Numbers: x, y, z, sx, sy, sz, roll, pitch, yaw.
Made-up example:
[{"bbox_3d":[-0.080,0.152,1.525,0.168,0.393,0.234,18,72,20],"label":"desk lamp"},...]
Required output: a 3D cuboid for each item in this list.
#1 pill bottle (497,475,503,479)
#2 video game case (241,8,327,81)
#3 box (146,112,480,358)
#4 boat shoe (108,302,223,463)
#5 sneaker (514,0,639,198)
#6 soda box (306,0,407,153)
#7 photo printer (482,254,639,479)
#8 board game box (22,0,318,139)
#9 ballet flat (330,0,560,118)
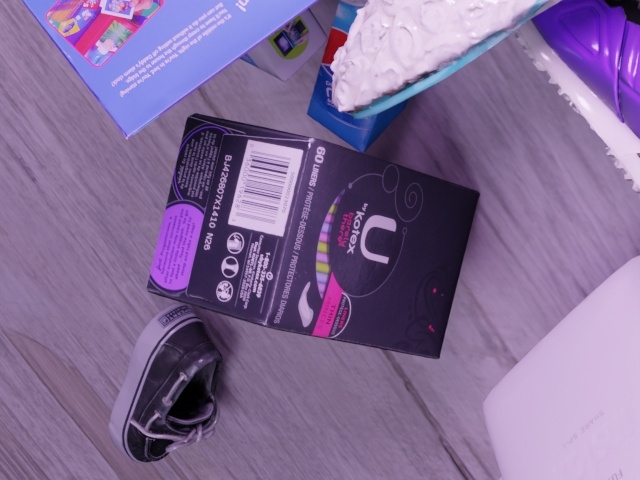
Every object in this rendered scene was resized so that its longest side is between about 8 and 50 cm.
[{"bbox_3d":[0.270,0.320,1.889,0.117,0.117,0.208,-8,123,51],"label":"pill bottle"},{"bbox_3d":[-0.143,-0.271,1.575,0.269,0.061,0.244,31,163,47],"label":"video game case"},{"bbox_3d":[0.000,0.000,1.635,0.143,0.165,0.270,14,-179,37],"label":"box"},{"bbox_3d":[-0.173,0.199,2.236,0.105,0.113,0.306,47,142,20],"label":"boat shoe"},{"bbox_3d":[0.257,-0.133,1.384,0.293,0.146,0.102,56,-163,22],"label":"sneaker"},{"bbox_3d":[0.050,-0.171,1.585,0.067,0.071,0.210,35,148,11],"label":"soda box"},{"bbox_3d":[0.269,0.200,1.538,0.107,0.307,0.256,13,135,-33],"label":"photo printer"},{"bbox_3d":[-0.074,-0.272,1.363,0.233,0.347,0.078,54,-176,-17],"label":"board game box"},{"bbox_3d":[0.153,-0.226,1.290,0.409,0.147,0.147,-26,110,31],"label":"ballet flat"}]
